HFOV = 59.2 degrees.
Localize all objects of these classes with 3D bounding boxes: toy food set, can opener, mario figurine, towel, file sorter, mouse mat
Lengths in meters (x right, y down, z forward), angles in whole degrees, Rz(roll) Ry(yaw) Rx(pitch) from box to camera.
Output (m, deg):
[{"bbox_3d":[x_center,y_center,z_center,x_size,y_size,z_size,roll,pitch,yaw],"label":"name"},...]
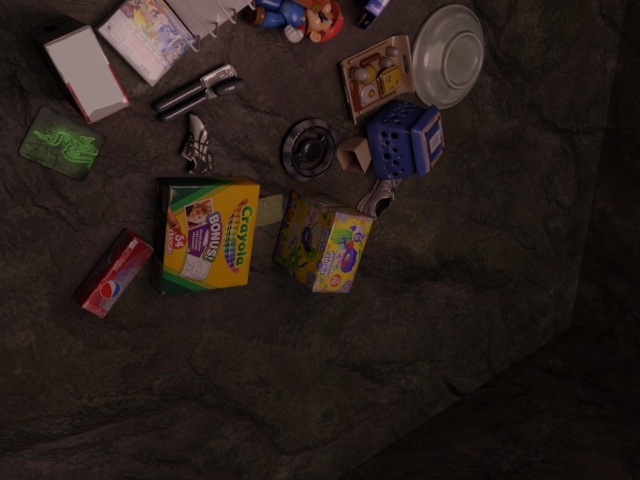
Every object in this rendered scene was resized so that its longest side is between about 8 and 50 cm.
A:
[{"bbox_3d":[0.212,-0.579,2.029,0.306,0.092,0.220,-32,127,-21],"label":"toy food set"},{"bbox_3d":[-0.358,-0.436,1.671,0.280,0.093,0.074,-31,128,-16],"label":"can opener"},{"bbox_3d":[-0.058,-0.705,1.711,0.320,0.170,0.198,-3,116,-34],"label":"mario figurine"},{"bbox_3d":[-0.193,-0.106,1.983,0.148,0.027,0.110,-19,121,-38],"label":"towel"},{"bbox_3d":[-0.278,-0.660,1.479,0.277,0.173,0.193,-30,126,15],"label":"file sorter"},{"bbox_3d":[-0.703,-0.261,1.542,0.189,0.007,0.153,26,94,-43],"label":"mouse mat"}]

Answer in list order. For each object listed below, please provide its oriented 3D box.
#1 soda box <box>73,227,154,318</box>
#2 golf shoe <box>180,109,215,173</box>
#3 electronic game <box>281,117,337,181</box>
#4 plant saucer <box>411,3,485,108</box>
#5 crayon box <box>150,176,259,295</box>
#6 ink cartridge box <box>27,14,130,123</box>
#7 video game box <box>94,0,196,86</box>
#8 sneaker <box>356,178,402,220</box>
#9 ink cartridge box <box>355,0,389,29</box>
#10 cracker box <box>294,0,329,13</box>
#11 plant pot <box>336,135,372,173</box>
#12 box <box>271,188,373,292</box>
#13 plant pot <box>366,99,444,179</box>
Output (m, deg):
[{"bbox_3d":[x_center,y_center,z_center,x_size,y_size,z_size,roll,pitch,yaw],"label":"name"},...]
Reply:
[{"bbox_3d":[-0.628,0.098,1.714,0.263,0.092,0.083,-53,133,-4],"label":"soda box"},{"bbox_3d":[-0.385,-0.294,1.722,0.093,0.077,0.198,-24,123,-26],"label":"golf shoe"},{"bbox_3d":[-0.036,-0.318,1.995,0.229,0.048,0.229,-16,121,-29],"label":"electronic game"},{"bbox_3d":[0.527,-0.708,2.204,0.400,0.100,0.401,-16,120,-31],"label":"plant saucer"},{"bbox_3d":[-0.376,-0.020,1.841,0.313,0.106,0.363,-5,114,-36],"label":"crayon box"},{"bbox_3d":[-0.592,-0.422,1.372,0.114,0.273,0.197,-32,127,-17],"label":"ink cartridge box"},{"bbox_3d":[-0.475,-0.563,1.542,0.187,0.048,0.205,-48,132,-6],"label":"video game box"},{"bbox_3d":[0.268,-0.190,2.244,0.105,0.115,0.281,36,88,-42],"label":"sneaker"},{"bbox_3d":[0.212,-0.826,1.813,0.065,0.186,0.311,32,107,-18],"label":"ink cartridge box"},{"bbox_3d":[-0.064,-0.796,1.641,0.155,0.067,0.232,12,61,-40],"label":"cracker box"},{"bbox_3d":[0.132,-0.326,2.089,0.096,0.109,0.109,-51,133,-23],"label":"plant pot"},{"bbox_3d":[0.000,0.000,2.023,0.177,0.279,0.290,6,108,-39],"label":"box"},{"bbox_3d":[0.328,-0.371,2.092,0.236,0.212,0.236,-49,135,-39],"label":"plant pot"}]
